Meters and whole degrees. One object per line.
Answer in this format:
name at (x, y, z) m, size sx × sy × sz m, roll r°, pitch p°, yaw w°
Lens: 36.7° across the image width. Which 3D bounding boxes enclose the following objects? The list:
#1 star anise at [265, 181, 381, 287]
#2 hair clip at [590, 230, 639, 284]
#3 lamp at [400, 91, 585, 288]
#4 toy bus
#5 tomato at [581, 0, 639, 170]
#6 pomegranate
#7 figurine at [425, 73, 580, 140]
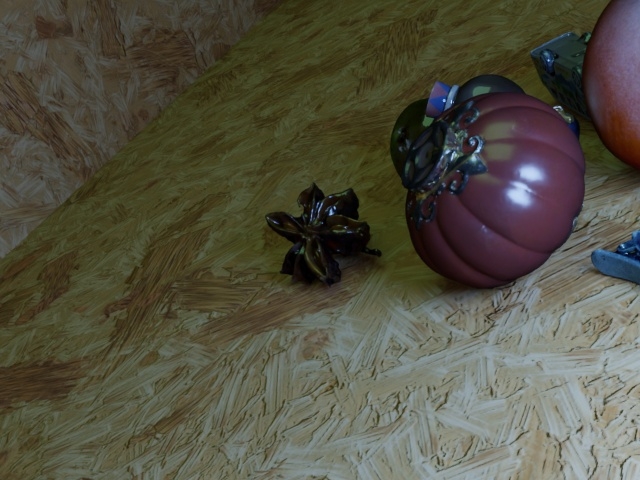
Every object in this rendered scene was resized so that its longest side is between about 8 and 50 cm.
star anise at (0.000, 0.000, 1.764) m, size 0.190 × 0.126 × 0.220 m, roll -25°, pitch 52°, yaw 5°
hair clip at (0.440, 0.066, 1.244) m, size 0.083 × 0.048 × 0.275 m, roll -22°, pitch 25°, yaw 2°
lamp at (0.256, -0.076, 1.451) m, size 0.303 × 0.257 × 0.303 m, roll -50°, pitch 27°, yaw 37°
toy bus at (0.503, -0.298, 1.798) m, size 0.109 × 0.136 × 0.330 m, roll -25°, pitch 23°, yaw 1°
tomato at (0.556, -0.263, 1.452) m, size 0.321 × 0.322 × 0.321 m, roll -23°, pitch 24°, yaw 11°
pomegranate at (0.237, -0.181, 1.833) m, size 0.209 × 0.180 × 0.180 m, roll 2°, pitch 8°, yaw -30°
figurine at (0.311, -0.195, 1.667) m, size 0.275 × 0.161 × 0.158 m, roll 36°, pitch 93°, yaw 30°
